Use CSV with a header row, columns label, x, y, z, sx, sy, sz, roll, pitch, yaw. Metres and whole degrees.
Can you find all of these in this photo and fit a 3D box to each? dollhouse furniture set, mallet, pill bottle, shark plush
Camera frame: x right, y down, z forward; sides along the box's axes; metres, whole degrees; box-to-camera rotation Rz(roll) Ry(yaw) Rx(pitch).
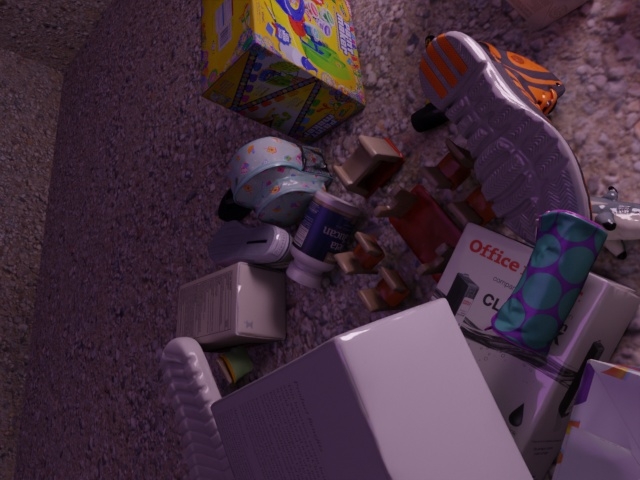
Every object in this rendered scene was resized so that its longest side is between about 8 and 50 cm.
label,x,y,z,sx,sy,sz,roll,pitch,yaw
dollhouse furniture set,0.145,-0.050,0.836,0.262,0.135,0.259,-48,59,26
mallet,0.198,-0.280,0.897,0.062,0.039,0.189,-7,69,46
dollhouse furniture set,-0.136,0.274,1.013,0.059,0.076,0.151,-35,83,38
pill bottle,0.000,0.000,0.970,0.094,0.094,0.169,36,105,47
shark plush,0.356,-0.040,0.655,0.067,0.073,0.161,-42,26,5

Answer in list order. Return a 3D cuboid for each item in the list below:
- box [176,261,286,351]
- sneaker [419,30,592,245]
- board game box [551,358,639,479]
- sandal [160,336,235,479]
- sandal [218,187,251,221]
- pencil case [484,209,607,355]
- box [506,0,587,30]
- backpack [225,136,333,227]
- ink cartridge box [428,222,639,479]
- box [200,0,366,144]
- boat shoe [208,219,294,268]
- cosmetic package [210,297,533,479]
label,x,y,z,sx,sy,sz,roll,pitch,yaw
box,-0.194,0.151,1.105,0.232,0.127,0.148,-20,63,42
sneaker,0.277,-0.145,0.674,0.124,0.180,0.321,-42,67,49
board game box,0.323,0.194,0.422,0.144,0.275,0.142,16,89,49
sandal,-0.201,0.387,1.040,0.169,0.102,0.416,-24,82,39
sandal,-0.170,-0.128,1.225,0.255,0.055,0.097,-32,56,37
pencil case,0.239,0.044,0.551,0.070,0.064,0.151,27,96,31
box,0.293,-0.480,0.761,0.087,0.169,0.289,-25,62,43
backpack,-0.087,-0.117,1.032,0.166,0.188,0.144,-35,54,34
ink cartridge box,0.233,0.139,0.659,0.197,0.114,0.272,32,100,47
box,-0.079,-0.396,1.047,0.177,0.279,0.289,-27,59,39
boat shoe,-0.146,0.023,1.117,0.302,0.094,0.109,5,68,54
cosmetic package,0.020,0.263,0.676,0.453,0.162,0.230,-42,67,55
